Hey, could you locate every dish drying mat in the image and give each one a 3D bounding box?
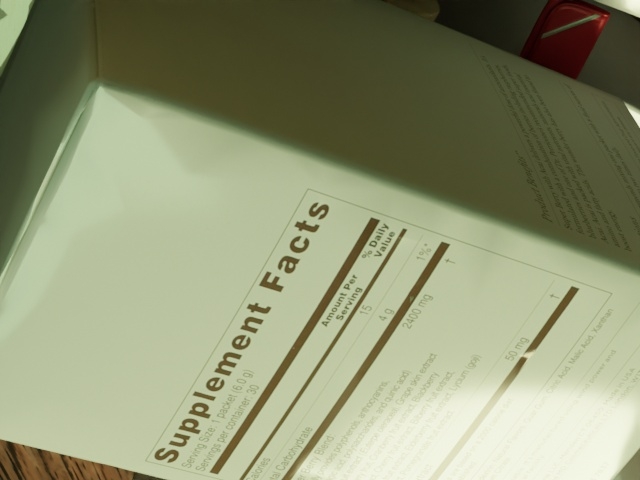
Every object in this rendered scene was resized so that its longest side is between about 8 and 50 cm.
[{"bbox_3d":[0.113,-0.084,0.688,0.032,0.008,0.083,18,122,-9],"label":"dish drying mat"}]

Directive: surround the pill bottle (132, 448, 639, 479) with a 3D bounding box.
[{"bbox_3d":[0.069,0.199,1.015,0.408,0.229,0.229,-21,137,33],"label":"pill bottle"}]

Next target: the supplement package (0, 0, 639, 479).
[{"bbox_3d":[0.000,0.000,0.612,0.293,0.177,0.175,19,121,-22],"label":"supplement package"}]

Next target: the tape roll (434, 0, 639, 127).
[{"bbox_3d":[0.104,-0.048,0.803,0.219,0.072,0.219,4,145,3],"label":"tape roll"}]

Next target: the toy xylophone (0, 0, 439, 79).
[{"bbox_3d":[-0.083,-0.071,0.709,0.236,0.081,0.322,12,126,-18],"label":"toy xylophone"}]

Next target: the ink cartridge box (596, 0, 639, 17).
[{"bbox_3d":[0.134,-0.172,0.634,0.104,0.060,0.180,16,143,-15],"label":"ink cartridge box"}]
